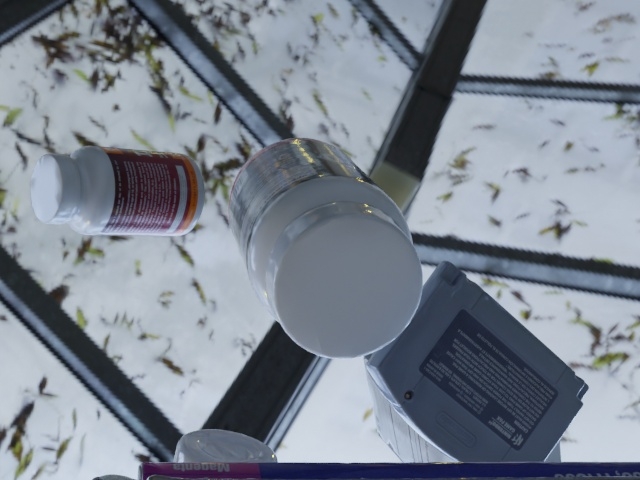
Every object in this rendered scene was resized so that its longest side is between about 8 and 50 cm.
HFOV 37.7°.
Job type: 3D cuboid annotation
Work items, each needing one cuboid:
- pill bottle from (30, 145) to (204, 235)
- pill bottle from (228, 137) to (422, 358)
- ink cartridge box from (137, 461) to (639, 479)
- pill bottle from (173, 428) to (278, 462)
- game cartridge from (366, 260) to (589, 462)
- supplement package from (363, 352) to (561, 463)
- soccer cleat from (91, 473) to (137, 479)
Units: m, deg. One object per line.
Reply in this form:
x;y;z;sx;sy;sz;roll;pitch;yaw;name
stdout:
-0.196;-0.047;0.909;0.152;0.086;0.086;1;-132;-43;pill bottle
0.000;0.000;0.944;0.161;0.161;0.283;12;-165;-15;pill bottle
0.052;0.191;0.557;0.324;0.330;0.071;3;-133;-12;ink cartridge box
-0.118;0.311;1.017;0.112;0.187;0.112;13;-172;-2;pill bottle
0.203;0.187;1.223;0.294;0.060;0.196;41;-102;-22;game cartridge
0.219;0.283;1.470;0.177;0.175;0.293;-20;-151;-18;supplement package
-0.306;0.512;1.438;0.143;0.116;0.331;6;-131;-14;soccer cleat
